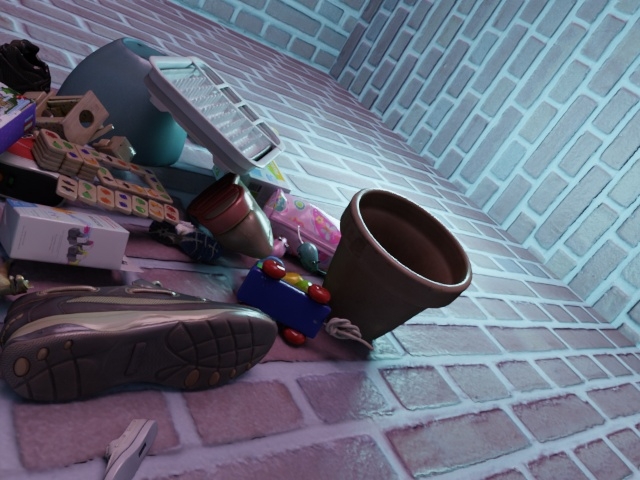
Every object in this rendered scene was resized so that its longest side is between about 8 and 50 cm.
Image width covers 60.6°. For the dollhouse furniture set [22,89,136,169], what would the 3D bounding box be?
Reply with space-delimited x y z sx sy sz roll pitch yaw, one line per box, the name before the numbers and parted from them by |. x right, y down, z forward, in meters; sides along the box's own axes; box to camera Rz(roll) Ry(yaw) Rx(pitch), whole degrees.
dollhouse furniture set | -0.483 -0.190 1.051 0.181 0.161 0.101 6 55 27

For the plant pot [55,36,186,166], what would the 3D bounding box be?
plant pot | -0.410 -0.326 1.213 0.290 0.195 0.290 28 24 -13

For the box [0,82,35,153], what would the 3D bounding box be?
box | -0.546 -0.136 0.693 0.201 0.057 0.293 31 48 -5

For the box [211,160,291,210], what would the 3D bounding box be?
box | -0.166 -0.145 1.283 0.114 0.103 0.203 15 29 -35

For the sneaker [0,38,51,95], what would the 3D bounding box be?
sneaker | -0.639 -0.357 1.070 0.227 0.130 0.087 24 23 -15

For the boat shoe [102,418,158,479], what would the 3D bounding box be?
boat shoe | -0.211 0.228 0.586 0.035 0.035 0.100 7 26 8

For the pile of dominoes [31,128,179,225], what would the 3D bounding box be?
pile of dominoes | -0.347 -0.113 0.924 0.251 0.040 0.196 17 25 -52

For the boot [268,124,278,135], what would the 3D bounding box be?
boot | -0.274 -0.343 1.539 0.295 0.104 0.211 -7 45 -50

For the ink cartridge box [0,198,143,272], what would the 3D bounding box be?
ink cartridge box | -0.348 -0.005 0.785 0.181 0.062 0.104 12 8 -41

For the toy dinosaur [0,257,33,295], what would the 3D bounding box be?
toy dinosaur | -0.398 0.053 0.658 0.092 0.053 0.183 2 5 -35

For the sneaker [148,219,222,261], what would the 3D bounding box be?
sneaker | -0.238 -0.010 0.994 0.135 0.052 0.058 27 19 -14

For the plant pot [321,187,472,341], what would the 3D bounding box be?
plant pot | 0.113 0.068 1.038 0.263 0.229 0.263 26 32 -17

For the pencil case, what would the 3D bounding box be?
pencil case | 0.000 0.000 1.187 0.284 0.124 0.124 29 23 -11

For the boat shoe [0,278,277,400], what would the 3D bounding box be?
boat shoe | -0.211 0.104 0.700 0.355 0.132 0.130 9 31 -44

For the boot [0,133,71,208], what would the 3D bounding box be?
boot | -0.520 -0.148 0.873 0.244 0.088 0.176 24 20 -29

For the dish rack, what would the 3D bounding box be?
dish rack | -0.214 -0.251 1.124 0.285 0.072 0.333 45 16 -9

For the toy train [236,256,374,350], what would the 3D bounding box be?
toy train | -0.022 0.116 0.976 0.248 0.105 0.143 29 10 -8

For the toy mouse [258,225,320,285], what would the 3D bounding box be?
toy mouse | -0.053 0.028 1.074 0.161 0.031 0.143 24 64 -16

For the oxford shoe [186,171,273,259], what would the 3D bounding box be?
oxford shoe | -0.171 -0.043 1.058 0.130 0.123 0.348 51 0 -21
